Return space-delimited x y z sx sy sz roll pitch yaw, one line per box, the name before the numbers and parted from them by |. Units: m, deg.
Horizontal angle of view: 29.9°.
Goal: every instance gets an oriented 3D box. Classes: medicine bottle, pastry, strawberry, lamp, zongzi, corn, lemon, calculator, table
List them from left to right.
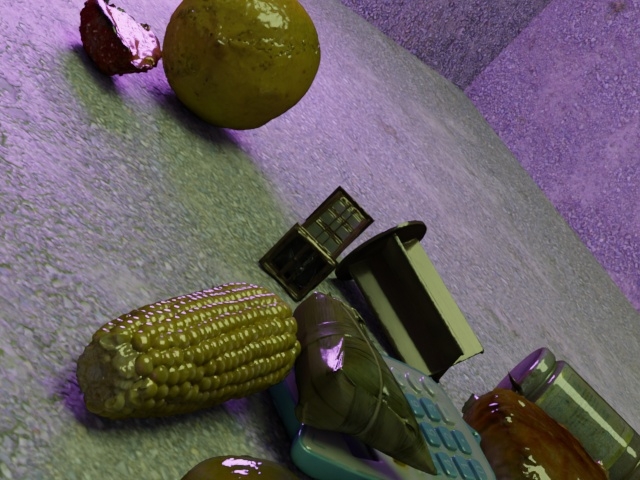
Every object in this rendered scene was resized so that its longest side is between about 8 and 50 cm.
strawberry | -0.316 -0.305 1.859 0.192 0.085 0.140 52 18 20
corn | -0.127 0.114 1.263 0.130 0.130 0.347 50 22 17
lemon | -0.130 -0.313 2.012 0.258 0.258 0.310 49 21 13
lamp | 0.000 0.000 1.873 0.090 0.089 0.325 46 18 0
zongzi | 0.055 0.165 1.427 0.204 0.094 0.205 34 23 -24
calculator | 0.074 0.227 1.514 0.386 0.054 0.256 16 32 -39
table | 0.148 0.107 1.887 0.226 0.167 0.167 60 22 18
pastry | 0.321 0.354 1.703 0.330 0.136 0.329 38 17 -14
medicine bottle | 0.436 0.336 1.978 0.322 0.151 0.151 45 17 2

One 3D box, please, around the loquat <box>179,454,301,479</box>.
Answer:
loquat | -0.061 0.273 1.041 0.152 0.152 0.195 30 31 -39
